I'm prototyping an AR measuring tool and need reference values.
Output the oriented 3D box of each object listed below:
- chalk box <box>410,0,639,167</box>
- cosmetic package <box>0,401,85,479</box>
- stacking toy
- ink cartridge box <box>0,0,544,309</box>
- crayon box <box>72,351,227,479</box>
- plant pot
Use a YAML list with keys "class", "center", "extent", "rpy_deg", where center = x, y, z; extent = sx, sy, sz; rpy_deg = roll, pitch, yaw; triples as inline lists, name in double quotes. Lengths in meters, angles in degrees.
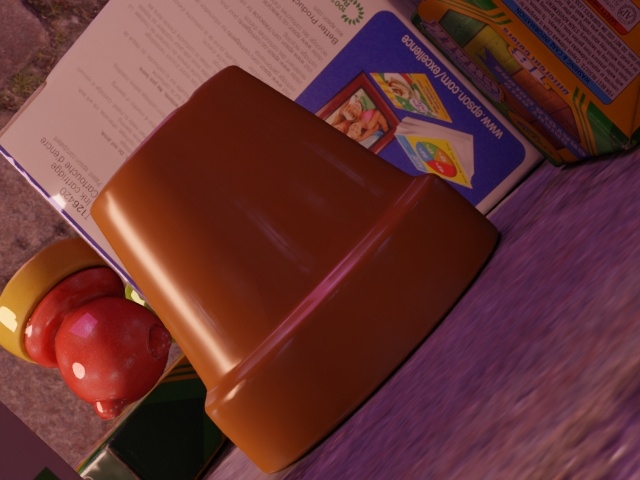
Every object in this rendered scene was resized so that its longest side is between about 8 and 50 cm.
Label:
- class: "chalk box"
  center: [0.143, -0.132, 0.757]
  extent: [0.132, 0.132, 0.213]
  rpy_deg: [-46, 1, -3]
- class: "cosmetic package"
  center: [-0.275, 0.138, 0.679]
  extent: [0.155, 0.365, 0.197]
  rpy_deg: [-45, 3, 41]
- class: "stacking toy"
  center: [-0.102, 0.011, 1.187]
  extent: [0.309, 0.130, 0.279]
  rpy_deg: [-58, -28, 12]
- class: "ink cartridge box"
  center: [-0.041, -0.076, 0.993]
  extent: [0.307, 0.303, 0.072]
  rpy_deg: [-44, -1, 25]
- class: "crayon box"
  center: [-0.158, 0.194, 1.261]
  extent: [0.203, 0.083, 0.323]
  rpy_deg: [-45, 2, 28]
- class: "plant pot"
  center: [-0.030, 0.003, 0.819]
  extent: [0.205, 0.188, 0.205]
  rpy_deg: [-46, 2, 2]
